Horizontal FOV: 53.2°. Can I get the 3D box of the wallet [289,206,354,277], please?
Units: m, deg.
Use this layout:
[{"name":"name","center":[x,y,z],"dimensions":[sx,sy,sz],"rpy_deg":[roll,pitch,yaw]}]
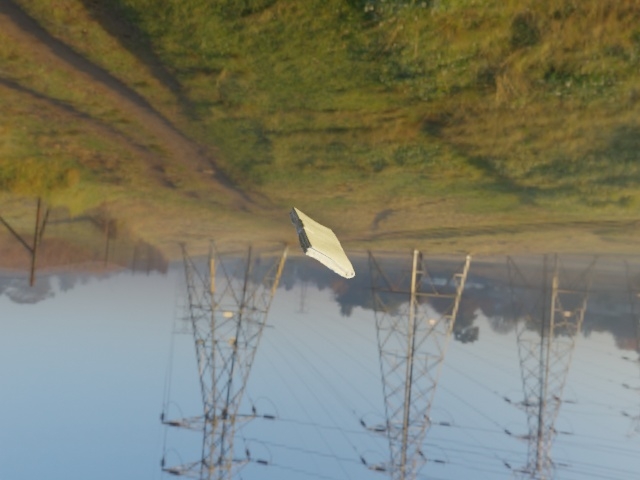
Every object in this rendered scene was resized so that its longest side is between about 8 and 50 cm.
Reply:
[{"name":"wallet","center":[0.000,0.000,0.489],"dimensions":[0.044,0.011,0.083],"rpy_deg":[31,-166,-22]}]
